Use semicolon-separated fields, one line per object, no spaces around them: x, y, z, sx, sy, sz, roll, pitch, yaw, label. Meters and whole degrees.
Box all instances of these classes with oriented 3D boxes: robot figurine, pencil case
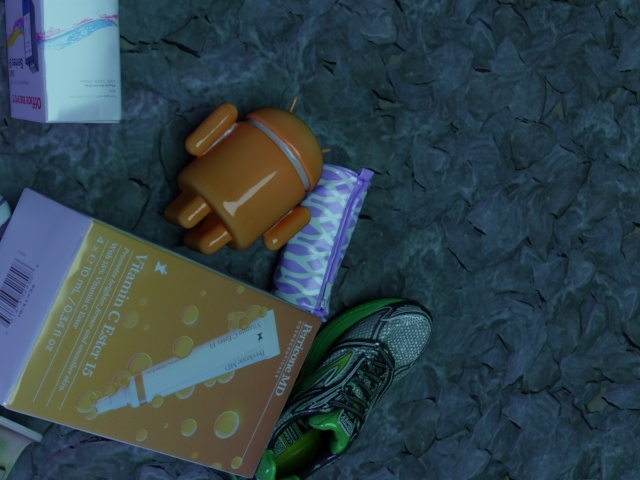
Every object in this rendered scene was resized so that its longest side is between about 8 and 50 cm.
-0.085;-0.074;1.438;0.219;0.128;0.158;-43;74;-16;robot figurine
0.000;0.000;1.517;0.086;0.088;0.206;16;89;-37;pencil case

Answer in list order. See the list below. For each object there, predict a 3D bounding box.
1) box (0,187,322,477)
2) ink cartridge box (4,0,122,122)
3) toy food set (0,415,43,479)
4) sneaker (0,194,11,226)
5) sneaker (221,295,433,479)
-0.204;0.111;1.345;0.345;0.168;0.215;26;87;-40;box
-0.283;-0.236;1.289;0.093;0.154;0.212;-7;102;-27;ink cartridge box
-0.475;0.309;1.310;0.220;0.092;0.306;31;84;-28;toy food set
-0.480;-0.040;1.249;0.282;0.102;0.161;-21;103;-25;sneaker
0.030;0.211;1.534;0.343;0.146;0.134;-44;115;-16;sneaker
